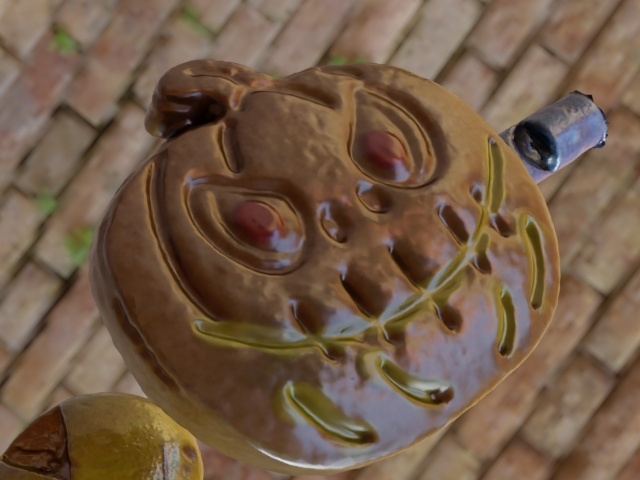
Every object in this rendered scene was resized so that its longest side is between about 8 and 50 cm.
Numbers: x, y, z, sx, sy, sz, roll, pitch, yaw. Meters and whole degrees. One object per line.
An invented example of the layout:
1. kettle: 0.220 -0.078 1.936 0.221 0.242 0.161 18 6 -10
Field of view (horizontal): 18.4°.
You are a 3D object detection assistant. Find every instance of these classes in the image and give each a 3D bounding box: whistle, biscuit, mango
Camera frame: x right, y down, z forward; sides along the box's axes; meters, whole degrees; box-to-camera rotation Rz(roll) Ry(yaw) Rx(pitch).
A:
1. whistle: 0.142 -0.050 1.787 0.304 0.062 0.062 -30 156 -34
2. biscuit: 0.003 -0.005 1.504 0.394 0.350 0.070 -41 176 -38
3. mango: -0.231 0.244 1.817 0.262 0.167 0.130 -35 180 -16
